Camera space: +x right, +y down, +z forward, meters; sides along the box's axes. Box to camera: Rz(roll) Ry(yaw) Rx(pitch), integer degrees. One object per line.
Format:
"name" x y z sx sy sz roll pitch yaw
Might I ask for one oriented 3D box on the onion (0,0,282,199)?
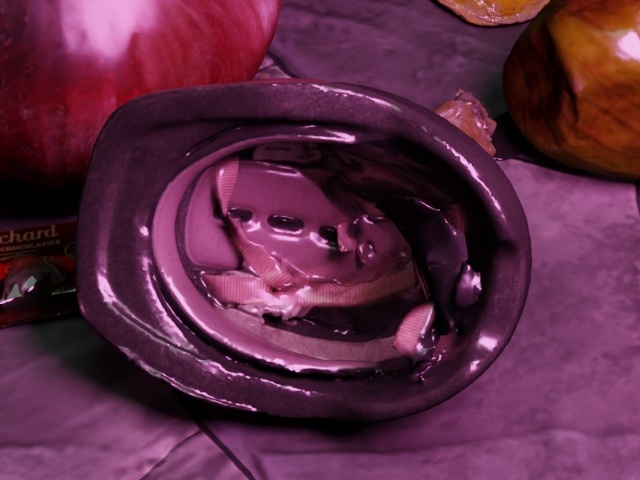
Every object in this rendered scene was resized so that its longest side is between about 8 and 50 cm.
"onion" -0.193 -0.203 1.140 0.348 0.285 0.347 4 55 -6

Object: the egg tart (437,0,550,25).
"egg tart" 0.135 -0.207 1.379 0.105 0.039 0.105 6 45 -6

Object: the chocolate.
"chocolate" -0.188 0.019 1.089 0.182 0.028 0.086 -8 44 -17

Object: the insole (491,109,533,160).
"insole" 0.170 -0.090 1.289 0.153 0.002 0.053 -26 54 -32

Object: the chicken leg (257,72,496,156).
"chicken leg" 0.037 -0.058 1.179 0.196 0.080 0.125 -3 43 -20

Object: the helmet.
"helmet" 0.000 0.000 1.049 0.253 0.198 0.154 14 12 14

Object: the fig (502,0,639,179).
"fig" 0.217 -0.112 1.225 0.166 0.144 0.154 35 84 -14
